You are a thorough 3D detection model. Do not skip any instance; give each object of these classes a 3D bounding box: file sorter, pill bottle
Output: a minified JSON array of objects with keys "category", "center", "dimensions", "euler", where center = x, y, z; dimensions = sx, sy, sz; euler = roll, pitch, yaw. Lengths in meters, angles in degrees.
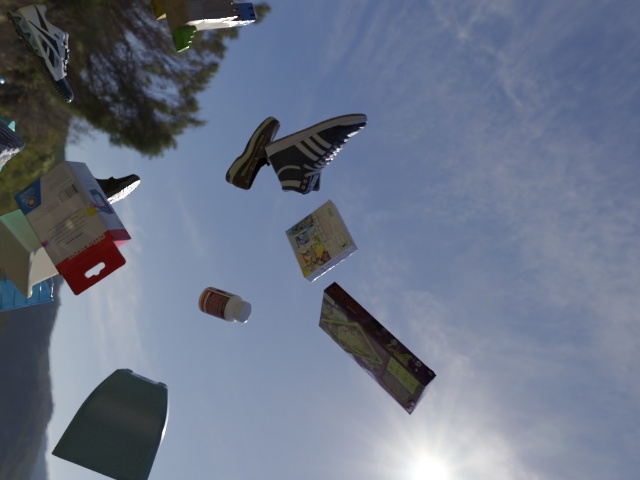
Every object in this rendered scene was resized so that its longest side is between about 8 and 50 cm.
[{"category":"file sorter","center":[-0.995,0.144,2.066],"dimensions":[0.118,0.170,0.104],"euler":[54,-44,28]},{"category":"pill bottle","center":[-0.291,0.200,1.893],"dimensions":[0.152,0.086,0.086],"euler":[15,-70,27]}]

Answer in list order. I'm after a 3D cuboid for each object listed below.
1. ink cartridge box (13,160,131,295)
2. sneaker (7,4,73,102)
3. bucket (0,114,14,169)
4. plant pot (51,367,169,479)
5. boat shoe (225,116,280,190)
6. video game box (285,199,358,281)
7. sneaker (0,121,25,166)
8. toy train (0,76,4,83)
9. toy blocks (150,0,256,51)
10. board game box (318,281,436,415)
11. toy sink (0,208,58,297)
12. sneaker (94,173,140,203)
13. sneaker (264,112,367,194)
[{"category":"ink cartridge box","center":[-0.471,-0.024,1.210],"dimensions":[0.231,0.134,0.078],"euler":[58,10,2]},{"category":"sneaker","center":[-0.899,-0.636,2.093],"dimensions":[0.122,0.146,0.330],"euler":[14,-48,53]},{"category":"bucket","center":[-0.961,-0.247,1.663],"dimensions":[0.281,0.183,0.281],"euler":[-52,-155,37]},{"category":"plant pot","center":[-0.533,0.487,1.682],"dimensions":[0.248,0.247,0.252],"euler":[137,-25,-74]},{"category":"boat shoe","center":[-0.188,-0.266,1.941],"dimensions":[0.257,0.095,0.095],"euler":[-57,169,-8]},{"category":"video game box","center":[0.000,0.000,1.949],"dimensions":[0.187,0.048,0.205],"euler":[-34,-128,12]},{"category":"sneaker","center":[-0.779,-0.195,1.408],"dimensions":[0.115,0.105,0.281],"euler":[-41,-162,18]},{"category":"toy train","center":[-0.546,-0.251,0.902],"dimensions":[0.184,0.105,0.080],"euler":[29,-96,35]},{"category":"toy blocks","center":[-0.285,-0.691,1.557],"dimensions":[0.191,0.261,0.381],"euler":[-3,-74,49]},{"category":"board game box","center":[0.134,0.278,1.591],"dimensions":[0.347,0.056,0.208],"euler":[42,-32,21]},{"category":"toy sink","center":[-0.846,0.031,1.828],"dimensions":[0.153,0.131,0.234],"euler":[44,-45,16]},{"category":"sneaker","center":[-0.651,-0.165,1.821],"dimensions":[0.130,0.228,0.087],"euler":[56,-27,3]},{"category":"sneaker","center":[0.004,-0.207,1.531],"dimensions":[0.282,0.099,0.153],"euler":[-16,-91,27]}]
